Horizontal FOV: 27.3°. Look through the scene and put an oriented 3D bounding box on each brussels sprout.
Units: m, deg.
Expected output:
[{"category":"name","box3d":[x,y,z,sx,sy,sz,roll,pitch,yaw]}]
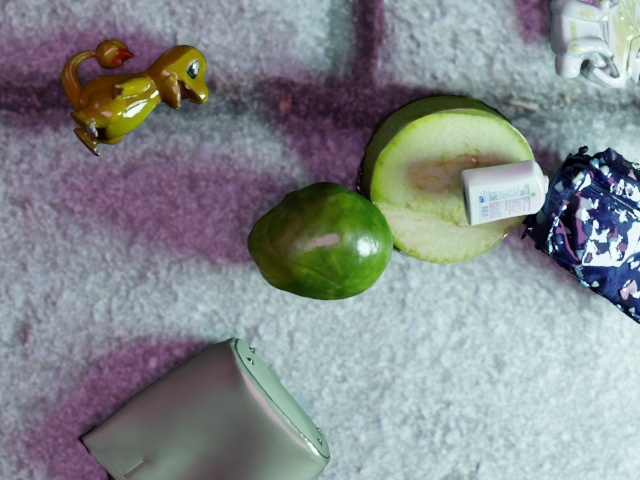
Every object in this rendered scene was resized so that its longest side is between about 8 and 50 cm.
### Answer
[{"category":"brussels sprout","box3d":[0.003,0.005,1.551,0.161,0.180,0.144,-24,95,9]}]

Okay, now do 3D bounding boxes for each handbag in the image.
[{"category":"handbag","box3d":[0.367,-0.010,1.610,0.260,0.113,0.162,29,101,-30]},{"category":"handbag","box3d":[-0.160,0.285,1.618,0.315,0.109,0.241,-39,96,3]}]

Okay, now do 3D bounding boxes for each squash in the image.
[{"category":"squash","box3d":[0.158,-0.064,1.589,0.220,0.133,0.220,-2,107,-7]}]

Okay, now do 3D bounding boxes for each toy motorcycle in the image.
[{"category":"toy motorcycle","box3d":[0.334,-0.265,1.596,0.151,0.074,0.228,-39,112,-4]}]

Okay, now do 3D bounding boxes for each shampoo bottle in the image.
[{"category":"shampoo bottle","box3d":[0.215,-0.058,1.527,0.099,0.043,0.072,-11,133,0]}]

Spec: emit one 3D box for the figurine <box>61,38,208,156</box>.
[{"category":"figurine","box3d":[-0.220,-0.188,1.543,0.176,0.121,0.122,-25,75,-15]}]
